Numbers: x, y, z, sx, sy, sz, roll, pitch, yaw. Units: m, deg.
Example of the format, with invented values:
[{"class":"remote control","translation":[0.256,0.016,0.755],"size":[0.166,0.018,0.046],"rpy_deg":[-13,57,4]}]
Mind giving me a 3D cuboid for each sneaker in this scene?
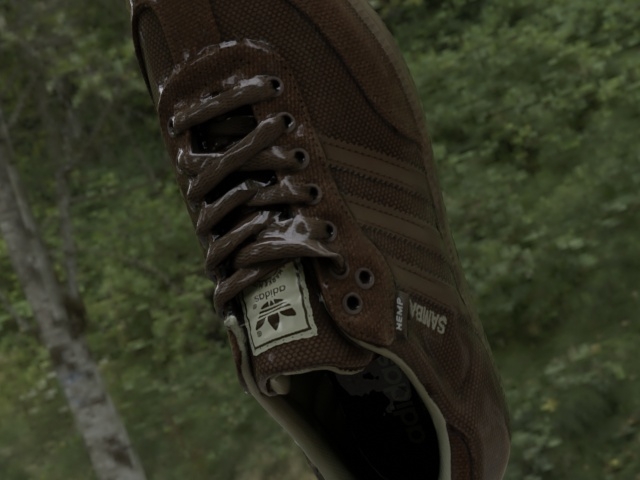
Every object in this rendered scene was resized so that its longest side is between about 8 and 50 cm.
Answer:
[{"class":"sneaker","translation":[0.000,0.000,0.334],"size":[0.066,0.188,0.071],"rpy_deg":[-23,12,23]}]
